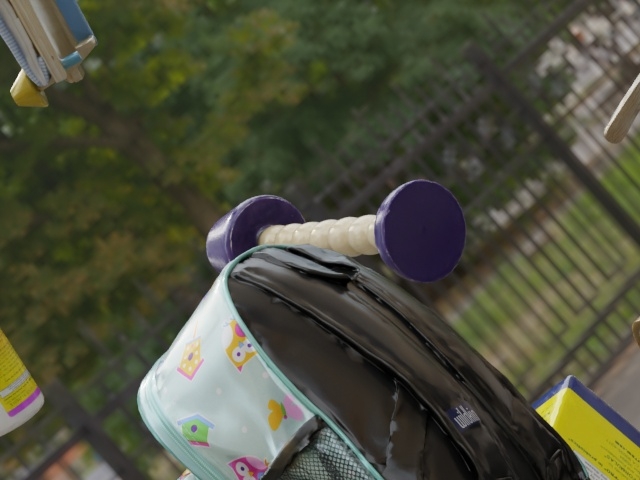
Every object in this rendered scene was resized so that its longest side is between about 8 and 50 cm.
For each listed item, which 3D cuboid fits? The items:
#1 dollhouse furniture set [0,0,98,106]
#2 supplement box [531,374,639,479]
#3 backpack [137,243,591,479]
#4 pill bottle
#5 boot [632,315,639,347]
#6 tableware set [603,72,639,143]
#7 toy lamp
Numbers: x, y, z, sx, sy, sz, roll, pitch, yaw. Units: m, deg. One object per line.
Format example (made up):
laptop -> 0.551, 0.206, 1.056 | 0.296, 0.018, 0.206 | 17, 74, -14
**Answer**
dollhouse furniture set -> -0.346, -0.216, 1.470 | 0.198, 0.303, 0.286 | -27, 17, 3
supplement box -> 0.205, 0.331, 1.535 | 0.194, 0.195, 0.356 | -46, 7, 37
backpack -> 0.009, 0.096, 0.774 | 0.144, 0.188, 0.166 | -47, -17, 27
pill bottle -> -0.195, 0.068, 0.943 | 0.043, 0.083, 0.043 | -28, 12, 7
boot -> 0.272, 0.042, 0.856 | 0.152, 0.197, 0.073 | -60, 2, -11
tableware set -> 0.239, -0.102, 0.820 | 0.194, 0.128, 0.039 | -63, 23, 18
toy lamp -> 0.000, 0.000, 1.232 | 0.080, 0.080, 0.275 | -42, 21, -26
